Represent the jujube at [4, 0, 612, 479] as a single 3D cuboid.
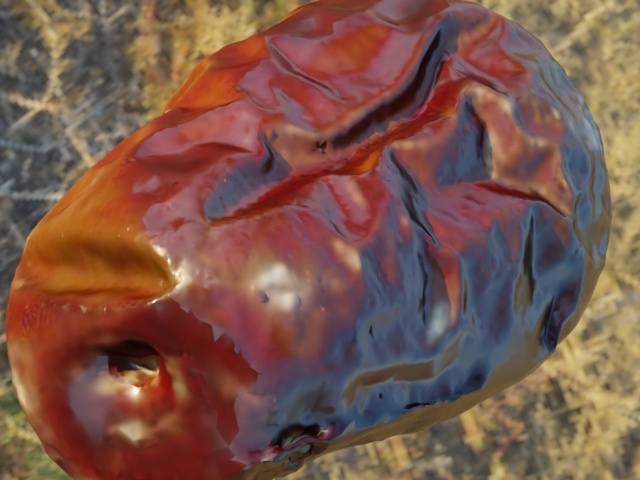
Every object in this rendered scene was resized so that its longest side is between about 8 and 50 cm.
[{"bbox_3d":[0.000,0.000,0.733,0.216,0.216,0.342,59,38,-4],"label":"jujube"}]
